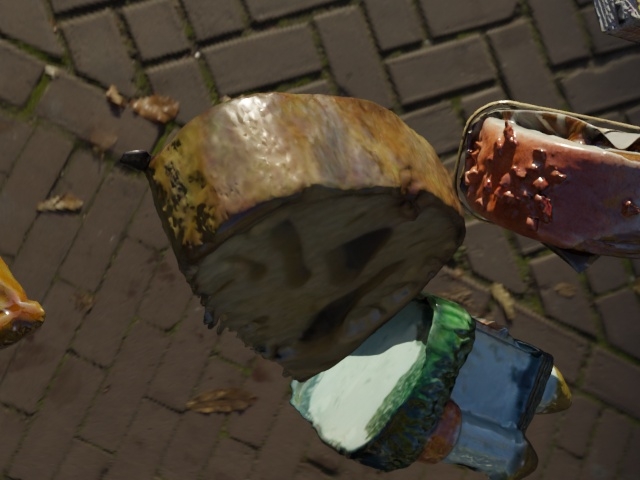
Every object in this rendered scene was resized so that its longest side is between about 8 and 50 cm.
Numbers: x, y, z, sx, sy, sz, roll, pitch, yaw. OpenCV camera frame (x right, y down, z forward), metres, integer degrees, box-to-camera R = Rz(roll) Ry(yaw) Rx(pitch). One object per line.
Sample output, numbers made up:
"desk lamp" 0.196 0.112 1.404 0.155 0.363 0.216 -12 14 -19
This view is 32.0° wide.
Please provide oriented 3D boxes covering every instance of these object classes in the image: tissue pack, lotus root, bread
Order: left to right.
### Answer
"lotus root" 0.000 0.000 0.663 0.170 0.260 0.074 -31 61 9
"bread" 0.239 -0.049 1.057 0.224 0.212 0.143 12 105 -2
"tissue pack" 0.200 -0.158 0.713 0.083 0.035 0.063 0 72 -52

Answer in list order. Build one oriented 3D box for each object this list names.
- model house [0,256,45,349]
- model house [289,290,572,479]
"model house" -0.343 0.039 0.820 0.229 0.199 0.220 31 48 -27
"model house" 0.146 0.156 1.163 0.291 0.253 0.185 19 87 -23
